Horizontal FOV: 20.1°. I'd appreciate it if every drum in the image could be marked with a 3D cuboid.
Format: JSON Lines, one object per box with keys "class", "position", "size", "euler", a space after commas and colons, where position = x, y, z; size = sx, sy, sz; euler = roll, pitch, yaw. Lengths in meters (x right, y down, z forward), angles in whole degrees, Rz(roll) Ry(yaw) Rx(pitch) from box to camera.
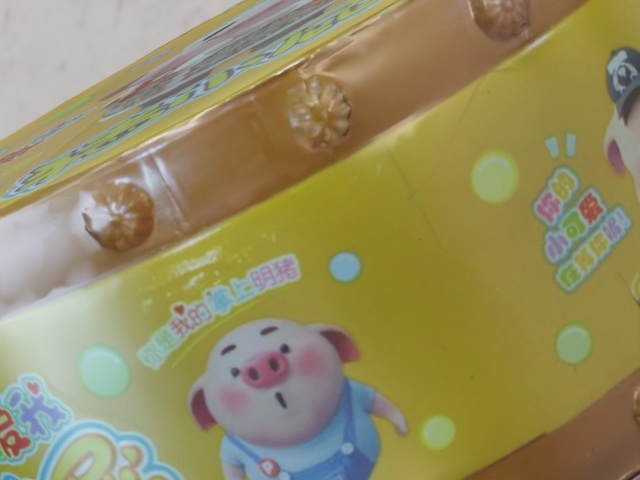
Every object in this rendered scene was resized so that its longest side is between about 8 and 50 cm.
{"class": "drum", "position": [0.000, 0.000, 0.856], "size": [0.431, 0.431, 0.214], "euler": [-5, 115, 61]}
